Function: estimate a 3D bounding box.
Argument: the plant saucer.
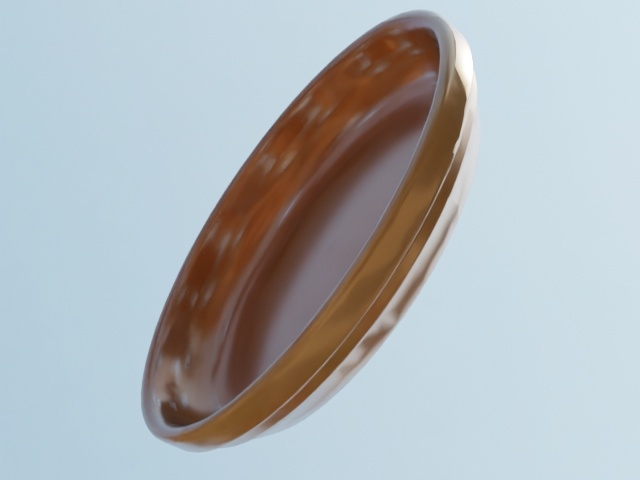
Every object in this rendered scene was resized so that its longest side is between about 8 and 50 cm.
[{"bbox_3d":[0.000,0.000,0.785,0.037,0.200,0.200,34,-81,-19],"label":"plant saucer"}]
